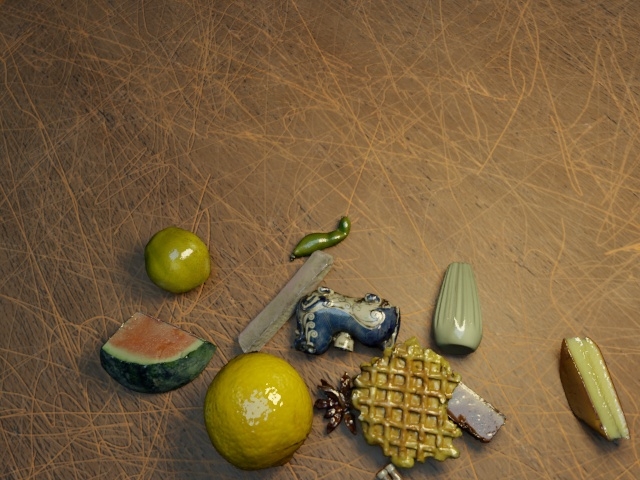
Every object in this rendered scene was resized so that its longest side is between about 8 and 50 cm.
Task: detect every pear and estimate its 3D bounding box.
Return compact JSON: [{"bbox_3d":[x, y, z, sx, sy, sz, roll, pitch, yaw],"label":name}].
[{"bbox_3d":[-0.413,0.058,1.504,0.199,0.198,0.198,-2,69,6],"label":"pear"}]

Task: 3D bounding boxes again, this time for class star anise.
[{"bbox_3d":[0.060,0.431,1.375,0.168,0.057,0.167,-2,76,8],"label":"star anise"}]

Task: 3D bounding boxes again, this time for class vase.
[{"bbox_3d":[0.371,0.176,1.406,0.129,0.128,0.247,6,62,9],"label":"vase"}]

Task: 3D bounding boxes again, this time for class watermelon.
[{"bbox_3d":[-0.459,0.296,1.448,0.319,0.148,0.226,-13,61,0],"label":"watermelon"}]

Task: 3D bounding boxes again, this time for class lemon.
[{"bbox_3d":[-0.153,0.420,1.291,0.294,0.293,0.292,-2,69,6],"label":"lemon"}]

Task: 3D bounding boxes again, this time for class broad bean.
[{"bbox_3d":[0.000,0.000,1.550,0.214,0.048,0.070,-31,79,-3],"label":"broad bean"}]

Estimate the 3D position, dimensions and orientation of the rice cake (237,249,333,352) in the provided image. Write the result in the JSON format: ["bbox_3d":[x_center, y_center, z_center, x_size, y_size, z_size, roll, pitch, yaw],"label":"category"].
[{"bbox_3d":[-0.095,0.175,1.484,0.073,0.056,0.365,34,77,36],"label":"rice cake"}]

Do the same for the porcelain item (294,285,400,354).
[{"bbox_3d":[0.068,0.230,1.411,0.288,0.138,0.186,9,75,11],"label":"porcelain item"}]

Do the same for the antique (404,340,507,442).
[{"bbox_3d":[0.319,0.392,1.344,0.310,0.087,0.093,36,79,17],"label":"antique"}]

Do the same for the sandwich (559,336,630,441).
[{"bbox_3d":[0.678,0.371,1.309,0.094,0.096,0.257,-9,67,-4],"label":"sandwich"}]

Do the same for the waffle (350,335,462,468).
[{"bbox_3d":[0.222,0.401,1.289,0.282,0.058,0.300,-21,79,13],"label":"waffle"}]

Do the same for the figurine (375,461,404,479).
[{"bbox_3d":[0.211,0.640,1.264,0.147,0.093,0.197,-27,59,-28],"label":"figurine"}]
